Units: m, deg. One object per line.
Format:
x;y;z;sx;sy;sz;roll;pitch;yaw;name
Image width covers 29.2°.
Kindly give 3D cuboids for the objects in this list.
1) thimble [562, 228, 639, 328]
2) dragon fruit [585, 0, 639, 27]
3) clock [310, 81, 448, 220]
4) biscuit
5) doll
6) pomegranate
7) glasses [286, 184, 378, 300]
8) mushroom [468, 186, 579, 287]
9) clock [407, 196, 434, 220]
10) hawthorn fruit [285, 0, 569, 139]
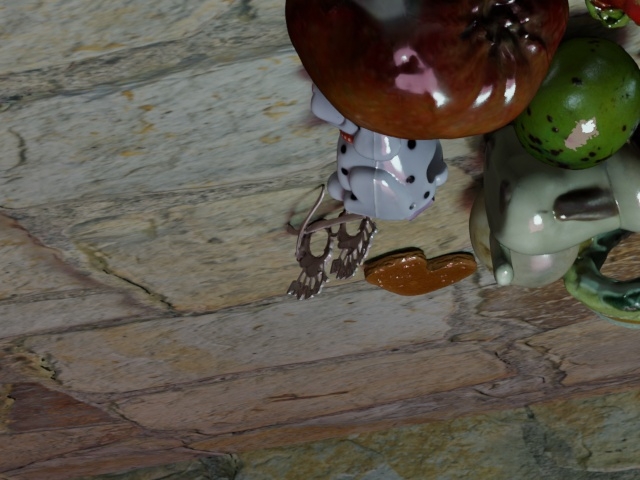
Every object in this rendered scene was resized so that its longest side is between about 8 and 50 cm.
0.569;0.025;2.211;0.288;0.254;0.167;-4;159;31;thimble
0.400;-0.320;1.427;0.200;0.198;0.269;33;164;20;dragon fruit
0.083;-0.171;1.757;0.189;0.189;0.254;-9;144;7;clock
0.203;0.055;2.463;0.186;0.036;0.192;-25;151;32;biscuit
0.418;-0.094;1.938;0.370;0.215;0.226;-19;121;6;doll
0.338;-0.208;1.721;0.248;0.202;0.202;34;144;-12;pomegranate
0.005;0.007;2.142;0.095;0.162;0.255;14;149;-33;glasses
0.374;-0.030;2.152;0.215;0.207;0.207;-32;176;-38;mushroom
0.123;-0.111;1.924;0.050;0.153;0.110;-33;124;16;clock
0.108;-0.264;1.402;0.308;0.325;0.308;-24;133;-28;hawthorn fruit
